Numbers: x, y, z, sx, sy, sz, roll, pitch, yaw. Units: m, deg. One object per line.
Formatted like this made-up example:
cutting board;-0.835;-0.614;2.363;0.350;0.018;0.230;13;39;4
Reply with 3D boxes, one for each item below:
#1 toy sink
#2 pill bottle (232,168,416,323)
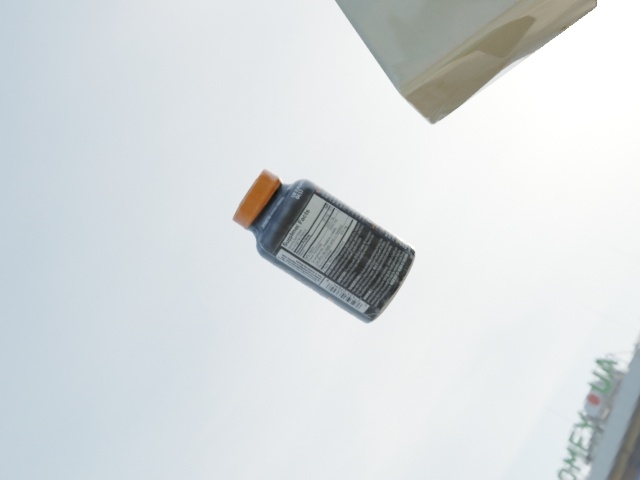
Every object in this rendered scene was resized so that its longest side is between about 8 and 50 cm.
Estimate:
toy sink;0.069;-0.228;0.631;0.152;0.234;0.131;-36;-13;13
pill bottle;0.000;0.000;1.218;0.130;0.245;0.130;-56;3;5
